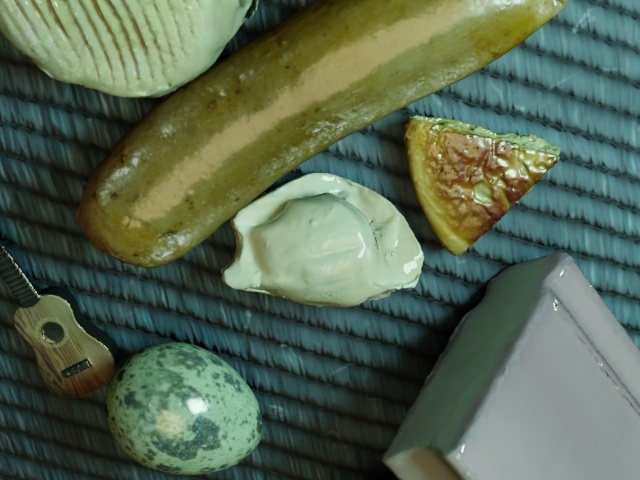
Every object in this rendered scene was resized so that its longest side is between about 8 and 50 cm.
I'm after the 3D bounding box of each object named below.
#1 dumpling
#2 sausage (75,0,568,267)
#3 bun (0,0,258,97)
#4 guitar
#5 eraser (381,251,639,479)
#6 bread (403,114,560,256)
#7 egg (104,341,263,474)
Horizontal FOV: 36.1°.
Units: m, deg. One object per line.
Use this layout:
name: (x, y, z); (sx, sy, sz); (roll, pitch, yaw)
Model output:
dumpling: (0.000, 0.000, 0.968); (0.199, 0.118, 0.136); (-5, 86, -8)
sausage: (-0.015, -0.136, 0.903); (0.500, 0.123, 0.136); (-31, 76, 8)
bun: (-0.165, -0.243, 0.848); (0.239, 0.141, 0.239); (0, 134, 0)
guitar: (-0.306, 0.046, 1.011); (0.083, 0.038, 0.271); (-27, 111, 8)
eraser: (0.259, 0.235, 0.979); (0.359, 0.272, 0.122); (50, 142, -15)
bread: (0.149, -0.049, 0.979); (0.154, 0.054, 0.136); (11, 108, 1)
egg: (-0.138, 0.176, 1.016); (0.172, 0.132, 0.132); (24, 108, -23)
